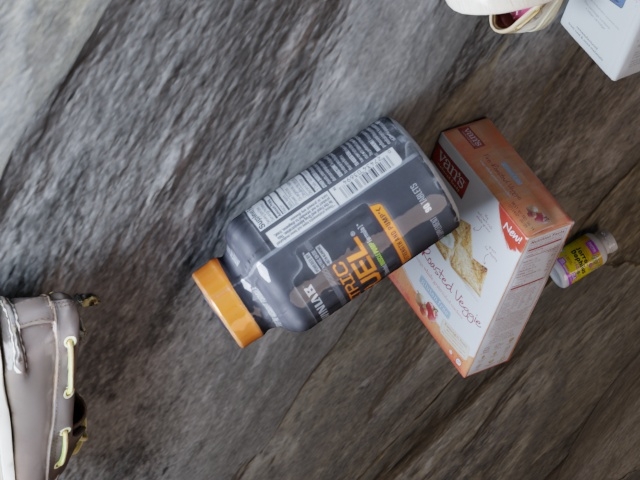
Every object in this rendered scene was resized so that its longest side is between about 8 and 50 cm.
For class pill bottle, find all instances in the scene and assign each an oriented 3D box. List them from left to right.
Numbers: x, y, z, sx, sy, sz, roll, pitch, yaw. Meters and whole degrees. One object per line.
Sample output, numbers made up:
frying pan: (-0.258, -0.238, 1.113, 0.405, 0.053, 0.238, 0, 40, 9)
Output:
pill bottle: (0.000, 0.000, 1.795, 0.245, 0.130, 0.130, -35, 152, -3)
pill bottle: (0.314, 0.019, 2.266, 0.083, 0.043, 0.043, -31, 151, -11)

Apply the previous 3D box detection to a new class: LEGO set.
LEGO set: (-0.235, 0.086, 1.773, 0.054, 0.023, 0.083, -12, 143, -38)

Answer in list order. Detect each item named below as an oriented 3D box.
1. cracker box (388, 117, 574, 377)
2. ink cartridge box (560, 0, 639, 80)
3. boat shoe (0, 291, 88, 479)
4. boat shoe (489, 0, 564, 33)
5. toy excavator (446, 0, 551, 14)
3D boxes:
cracker box: (0.161, 0.010, 1.963, 0.067, 0.156, 0.232, -18, 146, -30)
ink cartridge box: (0.341, -0.274, 1.805, 0.154, 0.093, 0.212, -21, 150, -28)
boat shoe: (-0.263, 0.162, 1.752, 0.096, 0.117, 0.324, -12, 141, -13)
boat shoe: (0.202, -0.249, 1.717, 0.059, 0.063, 0.170, -24, 150, -34)
toy excavator: (0.291, -0.325, 1.439, 0.445, 0.433, 0.222, -19, 114, 9)
